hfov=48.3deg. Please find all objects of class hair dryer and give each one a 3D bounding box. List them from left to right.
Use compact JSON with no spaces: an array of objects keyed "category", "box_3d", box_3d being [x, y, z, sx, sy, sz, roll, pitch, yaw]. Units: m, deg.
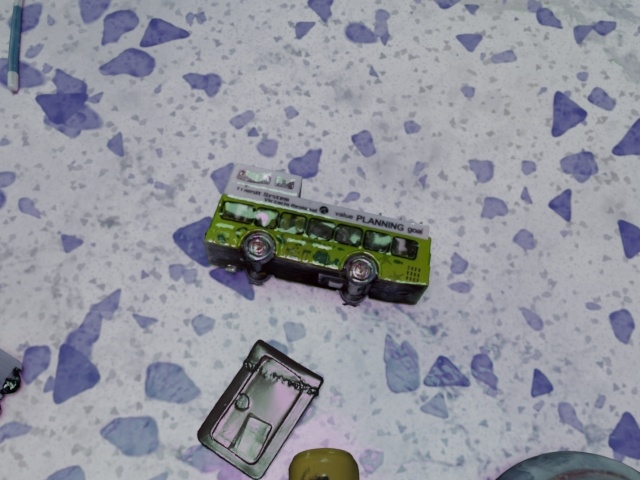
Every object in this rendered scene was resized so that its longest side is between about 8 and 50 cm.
[{"category":"hair dryer","box_3d":[-0.088,0.334,0.863,0.279,0.090,0.134,-6,56,5]}]

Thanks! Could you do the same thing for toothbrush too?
[{"category":"toothbrush","box_3d":[-0.493,-0.358,1.155,0.025,0.019,0.275,-6,69,1]}]

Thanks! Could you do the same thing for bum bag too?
[{"category":"bum bag","box_3d":[-0.080,0.222,0.941,0.109,0.026,0.159,32,76,10]}]

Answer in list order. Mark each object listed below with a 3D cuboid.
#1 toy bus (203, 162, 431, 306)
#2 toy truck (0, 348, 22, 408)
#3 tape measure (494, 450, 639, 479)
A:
[{"category":"toy bus","box_3d":[0.000,0.000,0.987,0.302,0.113,0.139,13,68,0]},{"category":"toy truck","box_3d":[-0.448,0.186,0.918,0.077,0.076,0.111,18,64,31]},{"category":"tape measure","box_3d":[0.310,0.379,0.825,0.275,0.147,0.256,23,69,6]}]
